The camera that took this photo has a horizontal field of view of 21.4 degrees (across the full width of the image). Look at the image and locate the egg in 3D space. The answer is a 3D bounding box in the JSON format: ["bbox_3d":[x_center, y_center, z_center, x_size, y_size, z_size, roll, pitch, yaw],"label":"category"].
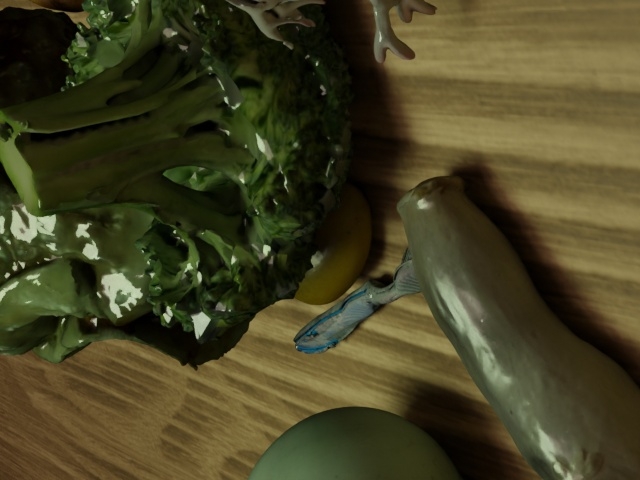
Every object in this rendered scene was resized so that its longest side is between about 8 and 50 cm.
[{"bbox_3d":[0.034,0.301,1.613,0.230,0.230,0.371,49,158,30],"label":"egg"}]

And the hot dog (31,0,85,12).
[{"bbox_3d":[-0.290,-0.305,1.841,0.249,0.076,0.102,28,101,49],"label":"hot dog"}]

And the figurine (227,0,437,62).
[{"bbox_3d":[-0.004,-0.264,1.142,0.315,0.284,0.206,-41,65,41],"label":"figurine"}]

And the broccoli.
[{"bbox_3d":[-0.129,-0.101,1.459,0.249,0.302,0.375,-123,27,-65],"label":"broccoli"}]

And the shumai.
[{"bbox_3d":[-0.228,-0.043,1.707,0.348,0.395,0.395,9,126,35],"label":"shumai"}]

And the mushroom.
[{"bbox_3d":[0.162,0.094,1.307,0.351,0.097,0.109,55,155,23],"label":"mushroom"}]

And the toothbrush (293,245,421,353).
[{"bbox_3d":[0.036,0.063,1.603,0.035,0.042,0.413,27,159,-9],"label":"toothbrush"}]

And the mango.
[{"bbox_3d":[0.000,0.000,1.567,0.103,0.076,0.161,64,149,15],"label":"mango"}]
